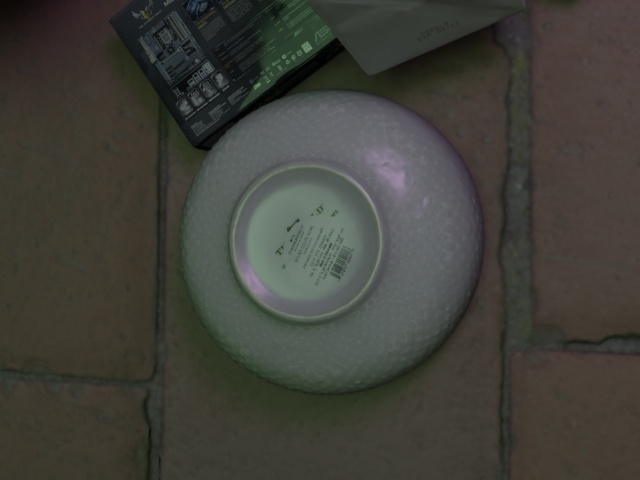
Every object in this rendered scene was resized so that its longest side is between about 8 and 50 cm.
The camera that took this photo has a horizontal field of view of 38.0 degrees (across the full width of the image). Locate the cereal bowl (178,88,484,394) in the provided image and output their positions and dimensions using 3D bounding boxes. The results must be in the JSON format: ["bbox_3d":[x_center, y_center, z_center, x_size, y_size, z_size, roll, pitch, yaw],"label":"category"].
[{"bbox_3d":[0.000,0.000,0.982,0.339,0.141,0.338,0,88,14],"label":"cereal bowl"}]

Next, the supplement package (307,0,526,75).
[{"bbox_3d":[0.061,-0.349,0.909,0.178,0.175,0.292,-21,68,17],"label":"supplement package"}]

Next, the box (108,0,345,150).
[{"bbox_3d":[-0.095,-0.241,1.046,0.233,0.059,0.183,-36,83,11],"label":"box"}]
